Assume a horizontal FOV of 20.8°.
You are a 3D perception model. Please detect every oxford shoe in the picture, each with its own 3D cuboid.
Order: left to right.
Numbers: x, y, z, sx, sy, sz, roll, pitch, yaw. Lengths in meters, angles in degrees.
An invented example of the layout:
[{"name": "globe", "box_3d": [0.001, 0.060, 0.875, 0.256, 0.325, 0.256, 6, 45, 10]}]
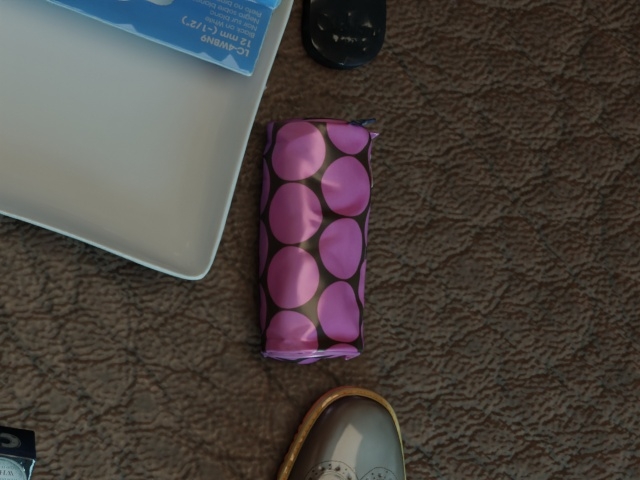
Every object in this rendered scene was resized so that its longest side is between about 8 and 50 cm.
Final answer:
[{"name": "oxford shoe", "box_3d": [0.024, 0.299, 1.422, 0.130, 0.132, 0.364, 8, 82, -17]}]

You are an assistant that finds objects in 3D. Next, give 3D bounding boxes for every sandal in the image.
[{"name": "sandal", "box_3d": [0.025, -0.279, 1.524, 0.097, 0.054, 0.255, -5, 86, -19]}]

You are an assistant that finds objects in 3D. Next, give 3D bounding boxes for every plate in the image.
[{"name": "plate", "box_3d": [-0.187, -0.132, 1.424, 0.277, 0.045, 0.278, 18, 74, -7]}]

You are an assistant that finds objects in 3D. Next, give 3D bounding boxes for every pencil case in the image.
[{"name": "pencil case", "box_3d": [0.000, 0.000, 1.472, 0.098, 0.095, 0.209, 8, 83, -39]}]

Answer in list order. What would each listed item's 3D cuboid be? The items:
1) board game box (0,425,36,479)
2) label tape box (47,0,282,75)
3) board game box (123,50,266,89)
[{"name": "board game box", "box_3d": [-0.352, 0.200, 1.312, 0.243, 0.042, 0.165, 12, 114, -17]}, {"name": "label tape box", "box_3d": [-0.109, -0.341, 1.415, 0.249, 0.115, 0.348, 20, 68, -6]}, {"name": "board game box", "box_3d": [-0.108, -0.136, 1.483, 0.090, 0.020, 0.090, -40, 95, -18]}]
